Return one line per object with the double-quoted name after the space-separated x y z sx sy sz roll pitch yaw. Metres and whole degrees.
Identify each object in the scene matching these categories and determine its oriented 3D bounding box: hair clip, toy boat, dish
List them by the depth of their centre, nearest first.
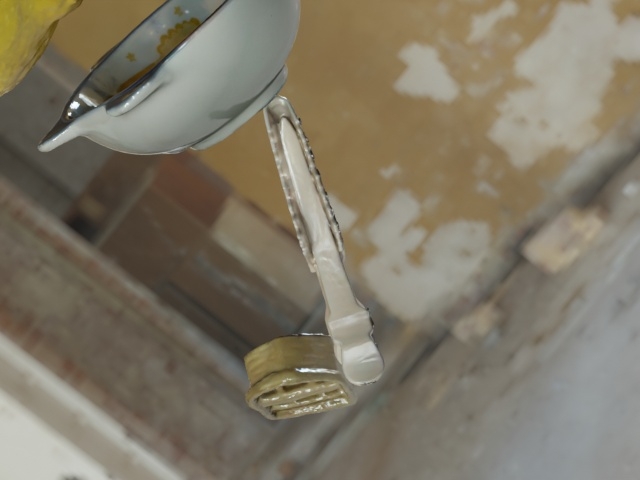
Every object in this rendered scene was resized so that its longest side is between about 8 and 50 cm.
-0.091 -0.121 1.271 0.228 0.086 0.236 -22 25 47 "dish"
0.000 0.000 1.327 0.034 0.226 0.072 -19 1 -3 "hair clip"
-0.027 0.152 1.975 0.116 0.061 0.188 -12 -17 6 "toy boat"

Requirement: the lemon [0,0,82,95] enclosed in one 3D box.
-0.250 -0.153 0.986 0.188 0.257 0.188 1 -90 -76 "lemon"
